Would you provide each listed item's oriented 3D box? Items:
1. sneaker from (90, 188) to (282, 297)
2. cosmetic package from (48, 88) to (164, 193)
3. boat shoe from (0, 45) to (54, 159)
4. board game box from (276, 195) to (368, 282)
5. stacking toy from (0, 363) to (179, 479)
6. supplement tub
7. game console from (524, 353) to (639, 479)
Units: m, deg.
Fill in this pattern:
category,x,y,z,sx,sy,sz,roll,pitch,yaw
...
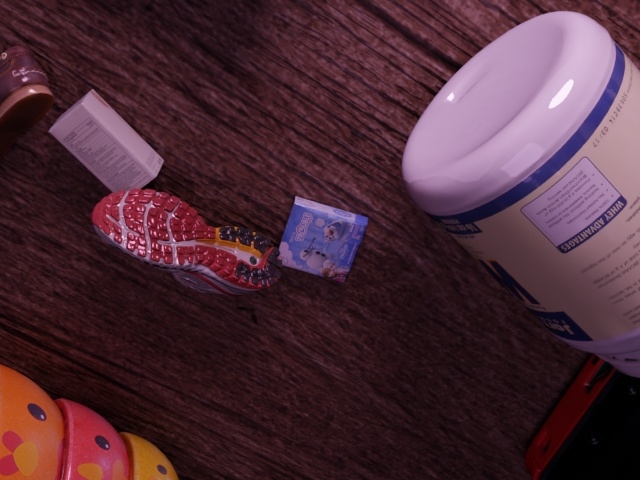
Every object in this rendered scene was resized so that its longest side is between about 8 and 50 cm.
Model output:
category,x,y,z,sx,sy,sz,roll,pitch,yaw
sneaker,-0.161,0.016,1.015,0.225,0.088,0.093,25,145,-24
cosmetic package,-0.238,-0.106,0.984,0.060,0.041,0.115,-31,115,23
boat shoe,-0.376,-0.131,0.969,0.207,0.073,0.073,-35,77,21
board game box,0.000,0.000,1.045,0.090,0.020,0.090,17,123,-4
stacking toy,-0.310,0.354,1.193,0.480,0.350,0.350,17,125,-29
supplement tub,0.265,-0.036,0.869,0.325,0.235,0.235,41,117,-20
game console,0.488,0.237,1.146,0.342,0.060,0.386,15,124,-11
